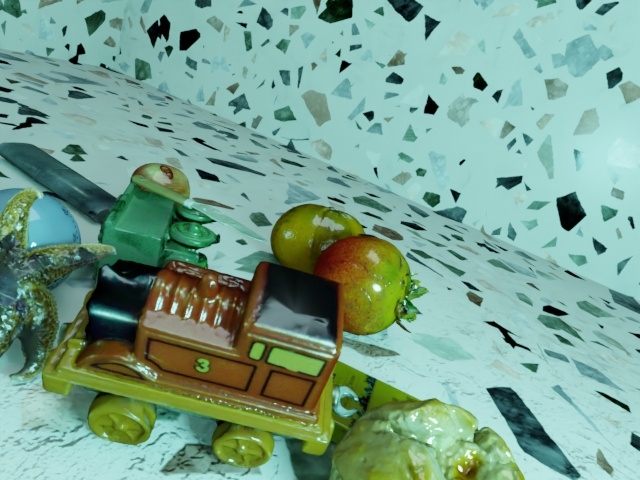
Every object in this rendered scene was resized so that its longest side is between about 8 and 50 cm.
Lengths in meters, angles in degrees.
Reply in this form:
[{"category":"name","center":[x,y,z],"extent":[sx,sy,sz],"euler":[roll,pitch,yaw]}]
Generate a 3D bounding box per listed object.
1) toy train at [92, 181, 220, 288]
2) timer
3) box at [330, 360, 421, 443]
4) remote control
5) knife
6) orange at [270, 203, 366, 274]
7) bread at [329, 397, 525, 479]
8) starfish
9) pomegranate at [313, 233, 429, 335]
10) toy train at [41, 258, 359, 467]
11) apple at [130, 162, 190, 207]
[{"category":"toy train","center":[-0.296,0.002,0.924],"extent":[0.201,0.145,0.266],"euler":[13,20,-15]},{"category":"timer","center":[-0.448,0.026,0.747],"extent":[0.175,0.255,0.176],"euler":[9,61,-17]},{"category":"box","center":[0.033,0.245,0.754],"extent":[0.278,0.041,0.153],"euler":[23,20,9]},{"category":"remote control","center":[-0.606,-0.141,1.153],"extent":[0.377,0.044,0.107],"euler":[29,16,21]},{"category":"knife","center":[-0.224,-0.061,0.914],"extent":[0.297,0.017,0.047],"euler":[25,14,14]},{"category":"orange","center":[0.000,0.000,1.184],"extent":[0.239,0.172,0.240],"euler":[14,11,-3]},{"category":"bread","center":[0.130,0.284,0.565],"extent":[0.244,0.134,0.245],"euler":[16,33,-11]},{"category":"starfish","center":[-0.373,0.053,0.611],"extent":[0.215,0.239,0.071],"euler":[-1,-2,-32]},{"category":"pomegranate","center":[0.095,0.093,0.998],"extent":[0.235,0.210,0.210],"euler":[19,17,19]},{"category":"toy train","center":[-0.114,0.130,0.579],"extent":[0.368,0.232,0.163],"euler":[17,34,-8]},{"category":"apple","center":[-0.371,-0.107,1.149],"extent":[0.130,0.147,0.146],"euler":[-10,33,-31]}]
